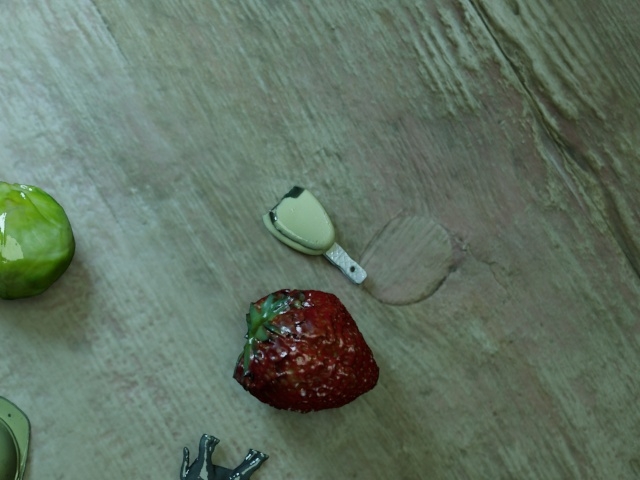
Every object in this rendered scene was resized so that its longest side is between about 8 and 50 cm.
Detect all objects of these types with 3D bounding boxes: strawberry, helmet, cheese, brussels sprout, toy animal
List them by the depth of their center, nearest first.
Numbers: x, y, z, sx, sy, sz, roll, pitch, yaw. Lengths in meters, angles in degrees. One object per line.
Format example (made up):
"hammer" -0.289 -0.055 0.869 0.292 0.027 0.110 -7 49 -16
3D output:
"helmet" -0.606 0.380 1.444 0.204 0.137 0.257 21 70 -14
"brussels sprout" -0.555 -0.002 1.546 0.223 0.161 0.223 3 78 -12
"toy animal" -0.147 0.463 1.619 0.270 0.082 0.137 31 71 -14
"strawberry" -0.010 0.222 1.647 0.288 0.239 0.250 30 72 -21
"cheese" 0.000 0.000 1.804 0.251 0.054 0.127 44 66 -5
